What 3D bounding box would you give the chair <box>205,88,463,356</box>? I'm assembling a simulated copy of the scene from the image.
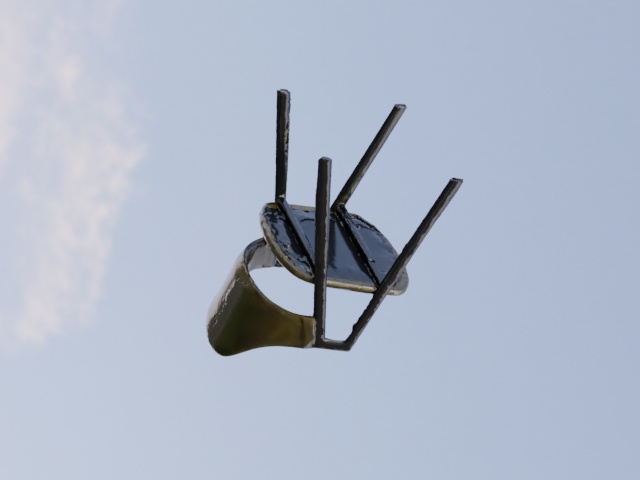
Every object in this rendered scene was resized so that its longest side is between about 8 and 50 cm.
[{"bbox_3d":[0.000,0.000,1.523,0.159,0.172,0.247,-119,-140,-54],"label":"chair"}]
